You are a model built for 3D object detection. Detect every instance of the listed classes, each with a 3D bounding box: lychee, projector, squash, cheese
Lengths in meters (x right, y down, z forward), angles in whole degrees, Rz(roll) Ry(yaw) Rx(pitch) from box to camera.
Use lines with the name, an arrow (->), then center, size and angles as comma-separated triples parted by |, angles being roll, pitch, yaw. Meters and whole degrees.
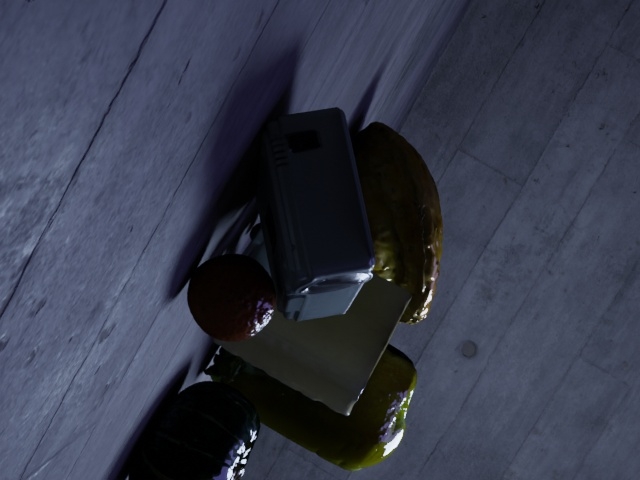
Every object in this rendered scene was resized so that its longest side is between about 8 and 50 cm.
lychee -> -0.104, 0.069, 1.200 | 0.140, 0.114, 0.101 | -28, -111, 55
projector -> -0.015, -0.018, 1.190 | 0.257, 0.099, 0.192 | 112, -33, -74
squash -> -0.202, 0.350, 1.660 | 0.252, 0.165, 0.252 | -57, 175, -8
cheese -> -0.012, 0.133, 1.749 | 0.242, 0.265, 0.124 | -57, 173, -45

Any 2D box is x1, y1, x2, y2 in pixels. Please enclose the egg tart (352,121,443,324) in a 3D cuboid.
egg tart -> 0.113, -0.025, 2.158 | 0.443, 0.178, 0.443 | 170, -90, -75

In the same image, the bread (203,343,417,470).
bread -> -0.003, 0.252, 1.887 | 0.251, 0.376, 0.208 | -58, 180, -11

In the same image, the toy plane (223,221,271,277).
toy plane -> -0.058, 0.009, 1.397 | 0.251, 0.101, 0.255 | -52, 176, 38
